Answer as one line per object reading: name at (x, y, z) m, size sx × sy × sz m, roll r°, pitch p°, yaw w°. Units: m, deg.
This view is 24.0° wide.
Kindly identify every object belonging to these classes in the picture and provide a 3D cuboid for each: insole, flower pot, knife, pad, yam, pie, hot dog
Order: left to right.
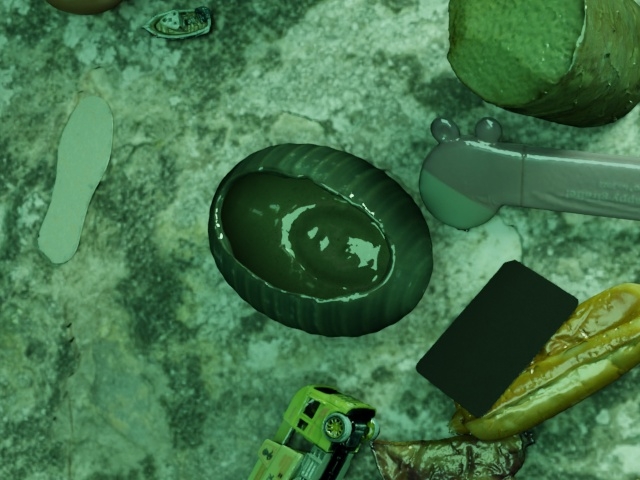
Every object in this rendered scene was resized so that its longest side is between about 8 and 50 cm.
insole at (-0.278, -0.068, 1.713) m, size 0.065 × 0.004 × 0.197 m, roll 15°, pitch 91°, yaw 17°
flower pot at (0.000, 0.000, 1.547) m, size 0.243 × 0.157 × 0.189 m, roll 26°, pitch 96°, yaw 16°
pie at (0.141, 0.238, 1.552) m, size 0.170 × 0.034 × 0.092 m, roll -11°, pitch 89°, yaw 9°
pad at (0.177, 0.096, 1.521) m, size 0.157 × 0.003 × 0.112 m, roll -48°, pitch 43°, yaw -5°
hot dog at (0.234, 0.129, 1.513) m, size 0.249 × 0.076 × 0.102 m, roll -30°, pitch 46°, yaw 13°
yam at (0.224, -0.193, 1.446) m, size 0.161 × 0.268 × 0.161 m, roll 0°, pitch 90°, yaw 27°
knife at (0.295, -0.055, 1.512) m, size 0.399 × 0.038 × 0.132 m, roll 7°, pitch 123°, yaw 16°

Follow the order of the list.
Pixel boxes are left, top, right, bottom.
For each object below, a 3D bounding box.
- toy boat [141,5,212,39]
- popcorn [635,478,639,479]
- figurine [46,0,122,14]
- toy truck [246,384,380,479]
toy boat at (-0.159, -0.241, 1.672) m, size 0.083 × 0.038 × 0.038 m, roll -6°, pitch 85°, yaw 15°
popcorn at (0.337, 0.346, 1.365) m, size 0.335 × 0.274 × 0.279 m, roll 27°, pitch 91°, yaw 17°
figurine at (-0.135, -0.389, 1.588) m, size 0.388 × 0.248 × 0.276 m, roll 2°, pitch 84°, yaw 7°
toy truck at (-0.019, 0.230, 1.583) m, size 0.100 × 0.077 × 0.169 m, roll 30°, pitch 99°, yaw 30°
